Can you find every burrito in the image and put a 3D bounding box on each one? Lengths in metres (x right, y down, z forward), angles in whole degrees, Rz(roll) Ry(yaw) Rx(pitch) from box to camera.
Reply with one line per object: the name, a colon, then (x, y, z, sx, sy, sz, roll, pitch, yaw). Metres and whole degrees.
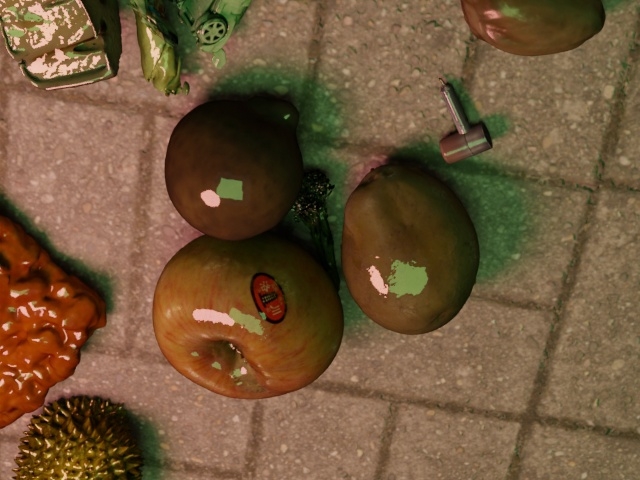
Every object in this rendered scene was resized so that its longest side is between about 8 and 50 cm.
burrito: (-0.214, -0.299, 1.715, 0.054, 0.104, 0.288, -16, 120, -8)

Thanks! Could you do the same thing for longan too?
longan: (-0.106, -0.101, 1.793, 0.185, 0.159, 0.204, 44, 93, 2)

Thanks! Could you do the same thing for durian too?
durian: (-0.365, 0.361, 2.088, 0.200, 0.176, 0.237, 11, 111, -24)

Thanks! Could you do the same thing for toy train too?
toy train: (-0.127, -0.297, 1.723, 0.081, 0.099, 0.149, 14, 120, -43)

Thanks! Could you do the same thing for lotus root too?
lotus root: (-0.330, -0.309, 1.704, 0.119, 0.138, 0.235, -9, 120, 17)

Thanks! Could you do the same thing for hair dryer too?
hair dryer: (0.174, -0.160, 1.803, 0.063, 0.037, 0.114, -20, 109, 18)

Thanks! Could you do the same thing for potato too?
potato: (0.116, 0.013, 1.840, 0.178, 0.160, 0.235, -29, 103, -21)

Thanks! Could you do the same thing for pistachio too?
pistachio: (0.254, -0.282, 1.685, 0.185, 0.126, 0.108, 16, 163, -8)

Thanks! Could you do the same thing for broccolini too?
broccolini: (-0.009, -0.004, 1.901, 0.058, 0.074, 0.201, 25, 140, 31)

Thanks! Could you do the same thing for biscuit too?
biscuit: (-0.493, 0.112, 1.983, 0.312, 0.110, 0.318, 43, 115, -17)

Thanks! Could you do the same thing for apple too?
apple: (-0.099, 0.100, 1.879, 0.260, 0.194, 0.261, 11, 134, 11)
